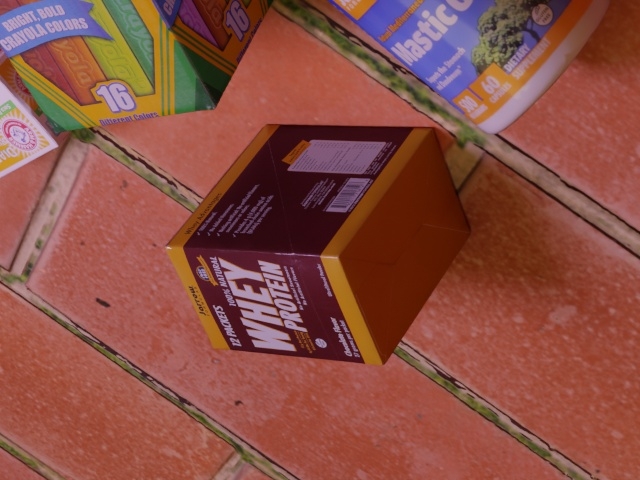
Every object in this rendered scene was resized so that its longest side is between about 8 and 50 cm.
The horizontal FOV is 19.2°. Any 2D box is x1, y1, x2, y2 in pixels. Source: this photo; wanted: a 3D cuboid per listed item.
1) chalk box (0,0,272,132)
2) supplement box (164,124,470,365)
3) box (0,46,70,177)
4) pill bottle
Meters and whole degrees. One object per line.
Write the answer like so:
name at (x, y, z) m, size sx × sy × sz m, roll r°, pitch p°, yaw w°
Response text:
chalk box at (-0.192, -0.263, 1.608) m, size 0.180 × 0.179 × 0.289 m, roll -6°, pitch 131°, yaw 31°
supplement box at (0.000, 0.000, 1.759) m, size 0.194 × 0.191 × 0.129 m, roll 4°, pitch 131°, yaw 35°
box at (-0.324, -0.136, 1.920) m, size 0.203 × 0.114 × 0.103 m, roll -22°, pitch 115°, yaw 46°
pill bottle at (0.082, -0.224, 1.501) m, size 0.272 × 0.152 × 0.152 m, roll 39°, pitch 141°, yaw -5°
